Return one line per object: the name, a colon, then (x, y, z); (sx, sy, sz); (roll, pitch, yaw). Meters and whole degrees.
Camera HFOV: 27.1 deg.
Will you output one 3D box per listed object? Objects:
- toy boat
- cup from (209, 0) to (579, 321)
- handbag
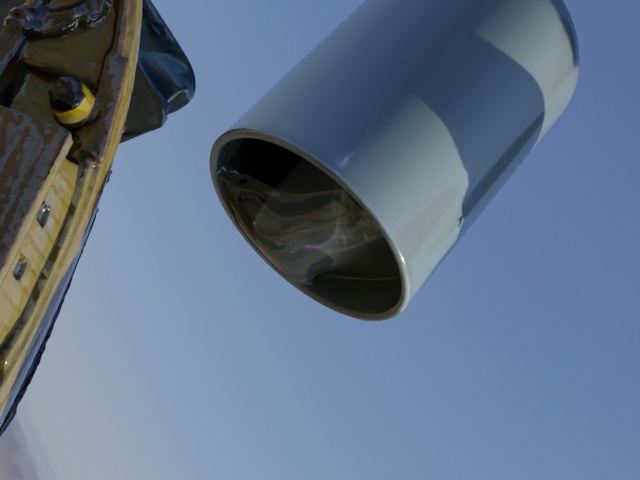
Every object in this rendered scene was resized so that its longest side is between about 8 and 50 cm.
toy boat: (-0.166, -0.011, 0.661); (0.089, 0.321, 0.121); (19, -18, 5)
cup: (0.076, -0.106, 1.144); (0.205, 0.312, 0.205); (32, -29, 20)
handbag: (-0.229, -0.186, 1.167); (0.179, 0.062, 0.229); (-16, -65, 38)
